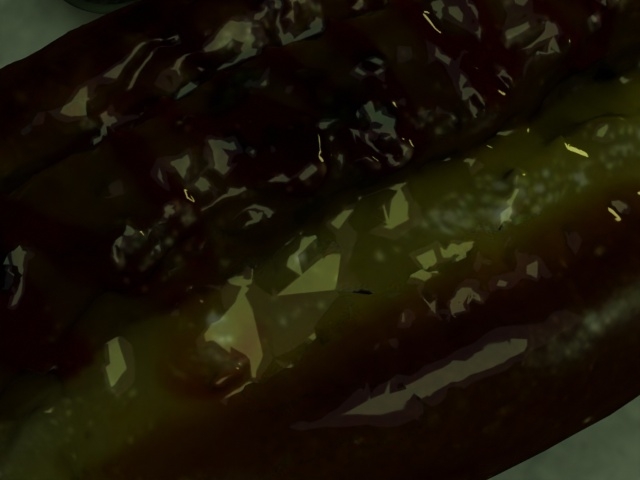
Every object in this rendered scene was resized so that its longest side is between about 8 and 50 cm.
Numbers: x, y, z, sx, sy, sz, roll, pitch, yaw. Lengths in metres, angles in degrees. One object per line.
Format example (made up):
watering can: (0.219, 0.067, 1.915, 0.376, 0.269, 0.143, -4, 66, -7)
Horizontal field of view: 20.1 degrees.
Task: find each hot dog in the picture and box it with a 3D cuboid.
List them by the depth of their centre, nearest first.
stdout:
hot dog: (-0.001, -0.001, 0.609, 0.405, 0.223, 0.185, -28, 86, -11)

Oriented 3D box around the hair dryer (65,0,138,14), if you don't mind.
hair dryer: (-0.158, -0.197, 0.696, 0.237, 0.075, 0.206, 2, 70, -22)
